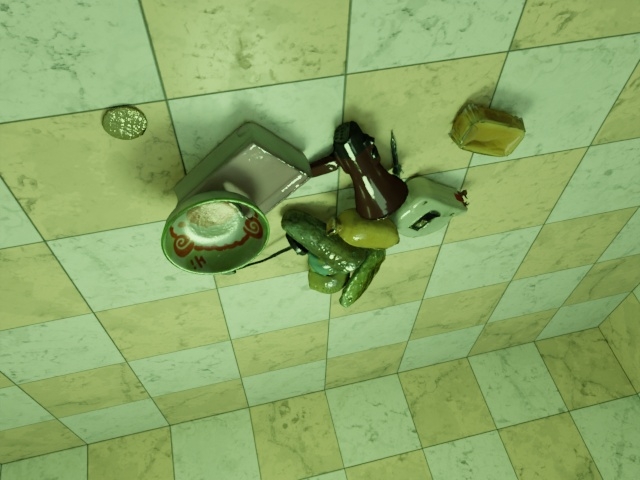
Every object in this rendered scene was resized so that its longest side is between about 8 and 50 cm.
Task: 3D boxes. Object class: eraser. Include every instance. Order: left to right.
[{"bbox_3d":[-0.243,-0.182,1.717,0.359,0.122,0.272,-37,138,28],"label":"eraser"}]

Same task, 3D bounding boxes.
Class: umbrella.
[{"bbox_3d":[0.264,-0.272,1.876,0.044,0.044,0.269,12,149,18],"label":"umbrella"}]

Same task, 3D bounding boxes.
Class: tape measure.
[{"bbox_3d":[0.390,-0.117,2.070,0.258,0.130,0.265,12,137,-38],"label":"tape measure"}]

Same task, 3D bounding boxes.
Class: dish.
[{"bbox_3d":[-0.325,-0.045,1.676,0.324,0.124,0.324,-12,139,-11],"label":"dish"}]

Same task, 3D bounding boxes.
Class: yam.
[{"bbox_3d":[0.000,0.000,1.994,0.330,0.133,0.133,33,128,-14],"label":"yam"}]

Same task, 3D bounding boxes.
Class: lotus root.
[{"bbox_3d":[0.163,-0.043,1.956,0.303,0.146,0.131,10,107,-28],"label":"lotus root"}]

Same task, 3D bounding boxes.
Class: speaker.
[{"bbox_3d":[0.107,-0.239,1.810,0.259,0.198,0.329,7,148,43],"label":"speaker"}]

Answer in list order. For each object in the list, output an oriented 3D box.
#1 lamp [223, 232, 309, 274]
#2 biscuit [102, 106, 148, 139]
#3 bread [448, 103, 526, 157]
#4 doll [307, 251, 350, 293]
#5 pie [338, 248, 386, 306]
[{"bbox_3d":[-0.225,0.046,2.122,0.371,0.109,0.130,-17,161,27],"label":"lamp"},{"bbox_3d":[-0.531,-0.318,1.491,0.120,0.015,0.120,-11,146,-7],"label":"biscuit"},{"bbox_3d":[0.549,-0.361,1.806,0.241,0.107,0.136,3,139,-27],"label":"bread"},{"bbox_3d":[0.033,0.108,2.209,0.176,0.162,0.261,-13,144,-8],"label":"doll"},{"bbox_3d":[0.181,0.144,2.277,0.306,0.071,0.306,-54,167,-19],"label":"pie"}]
